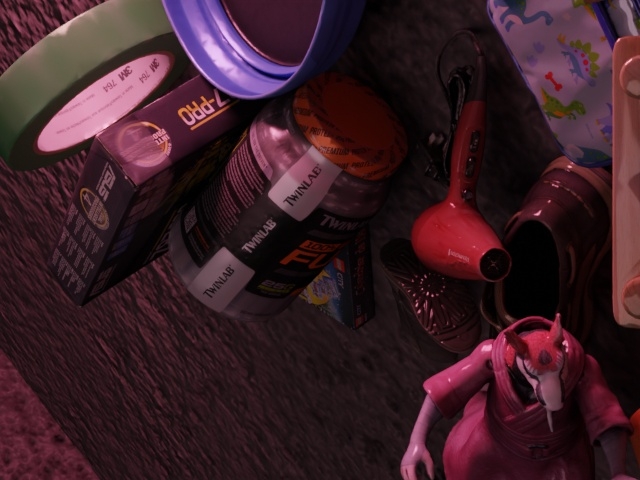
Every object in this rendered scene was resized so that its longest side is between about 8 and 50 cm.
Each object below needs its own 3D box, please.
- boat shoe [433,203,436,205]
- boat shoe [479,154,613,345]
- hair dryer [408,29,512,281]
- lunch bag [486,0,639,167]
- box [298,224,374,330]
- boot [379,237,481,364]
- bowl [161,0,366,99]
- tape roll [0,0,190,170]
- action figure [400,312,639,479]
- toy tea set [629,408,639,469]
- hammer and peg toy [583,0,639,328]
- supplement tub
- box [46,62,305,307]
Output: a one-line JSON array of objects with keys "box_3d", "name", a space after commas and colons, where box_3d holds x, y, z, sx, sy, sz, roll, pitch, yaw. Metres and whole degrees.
[{"box_3d": [0.137, 0.018, 1.568, 0.056, 0.049, 0.152, 33, 144, 28], "name": "boat shoe"}, {"box_3d": [0.235, 0.054, 1.389, 0.132, 0.130, 0.355, 37, 144, 28], "name": "boat shoe"}, {"box_3d": [0.144, -0.065, 1.333, 0.223, 0.080, 0.293, 99, 162, -51], "name": "hair dryer"}, {"box_3d": [0.272, -0.186, 1.162, 0.176, 0.090, 0.219, -12, 110, 52], "name": "lunch bag"}, {"box_3d": [0.000, 0.000, 1.744, 0.159, 0.044, 0.233, 29, 139, 36], "name": "box"}, {"box_3d": [0.144, 0.107, 1.533, 0.189, 0.076, 0.208, 57, 169, 35], "name": "boot"}, {"box_3d": [-0.077, -0.359, 1.408, 0.391, 0.077, 0.391, 27, 125, 49], "name": "bowl"}, {"box_3d": [-0.324, -0.221, 1.721, 0.077, 0.321, 0.321, 53, 149, 5], "name": "tape roll"}, {"box_3d": [0.237, 0.181, 1.273, 0.248, 0.275, 0.370, 15, 140, 16], "name": "action figure"}, {"box_3d": [0.426, 0.154, 1.147, 0.336, 0.200, 0.124, 105, 154, -47], "name": "toy tea set"}, {"box_3d": [0.359, -0.100, 0.997, 0.266, 0.127, 0.361, 1, 98, 29], "name": "hammer and peg toy"}, {"box_3d": [-0.041, -0.054, 1.549, 0.193, 0.194, 0.316, 50, 127, 10], "name": "supplement tub"}, {"box_3d": [-0.197, -0.091, 1.671, 0.097, 0.318, 0.395, 52, 148, 8], "name": "box"}]
